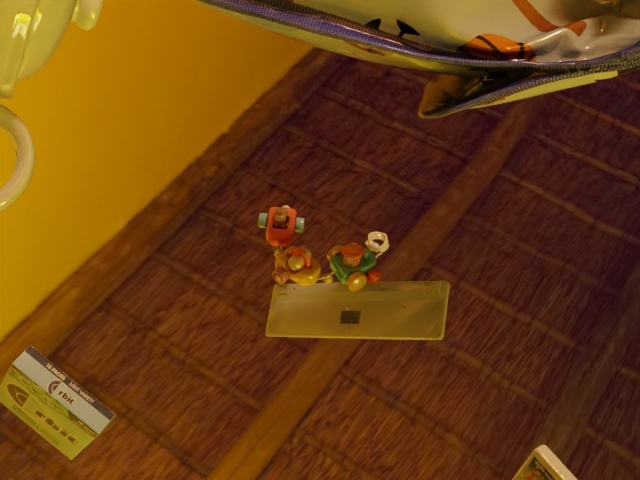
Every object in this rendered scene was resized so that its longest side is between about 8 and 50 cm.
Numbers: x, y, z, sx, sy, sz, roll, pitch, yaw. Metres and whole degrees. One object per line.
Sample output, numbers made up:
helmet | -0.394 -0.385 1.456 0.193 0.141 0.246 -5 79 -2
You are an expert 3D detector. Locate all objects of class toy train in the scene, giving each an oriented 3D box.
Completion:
toy train | 0.000 0.000 1.029 0.166 0.125 0.046 9 -42 4

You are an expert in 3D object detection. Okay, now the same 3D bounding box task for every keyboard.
keyboard | 0.039 0.087 1.054 0.256 0.014 0.072 -3 -107 34

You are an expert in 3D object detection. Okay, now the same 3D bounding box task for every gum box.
gum box | -0.397 0.244 1.251 0.157 0.041 0.184 42 -37 -5

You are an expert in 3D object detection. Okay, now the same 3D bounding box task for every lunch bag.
lunch bag | 0.089 -0.231 0.656 0.386 0.328 0.238 18 -73 4

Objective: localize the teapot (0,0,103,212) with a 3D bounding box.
teapot | -0.242 -0.180 0.568 0.187 0.252 0.256 17 -60 -21

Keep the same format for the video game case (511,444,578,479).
video game case | 0.152 0.206 0.570 0.087 0.011 0.122 49 -42 31
